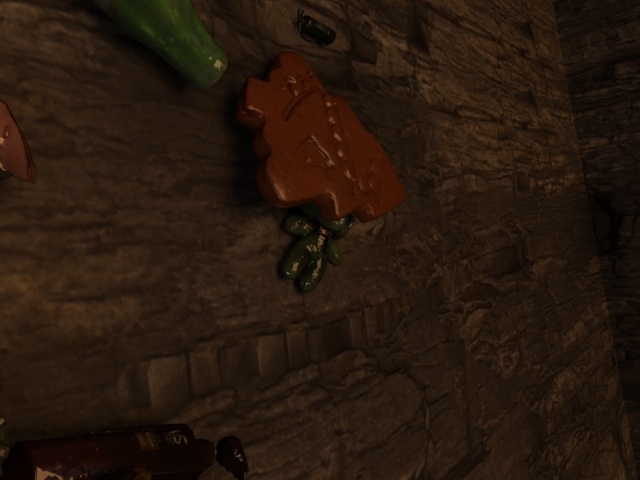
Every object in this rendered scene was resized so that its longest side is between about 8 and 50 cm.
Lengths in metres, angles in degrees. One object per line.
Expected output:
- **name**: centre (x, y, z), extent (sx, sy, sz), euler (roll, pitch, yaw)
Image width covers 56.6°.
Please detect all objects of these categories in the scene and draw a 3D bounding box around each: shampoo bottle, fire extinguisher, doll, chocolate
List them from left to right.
- **chocolate**: centre (-0.206, -0.282, 0.621), extent (0.291, 0.110, 0.110), euler (48, 48, -38)
- **shampoo bottle**: centre (-0.170, 0.214, 0.569), extent (0.236, 0.067, 0.068), euler (13, 51, -48)
- **fire extinguisher**: centre (-0.011, -0.331, 0.935), extent (0.083, 0.025, 0.038), euler (11, 97, -50)
- **doll**: centre (0.000, 0.000, 0.841), extent (0.115, 0.077, 0.150), euler (36, 66, -29)

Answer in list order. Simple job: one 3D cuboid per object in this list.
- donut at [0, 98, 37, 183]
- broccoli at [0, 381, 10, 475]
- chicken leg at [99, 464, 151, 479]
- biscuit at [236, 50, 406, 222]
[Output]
- **donut**: centre (-0.316, -0.082, 0.456), extent (0.166, 0.065, 0.117), euler (-21, 100, -53)
- **broccoli**: centre (-0.306, 0.134, 0.300), extent (0.288, 0.235, 0.260), euler (74, 14, -81)
- **chicken leg**: centre (-0.229, 0.257, 0.431), extent (0.251, 0.107, 0.087), euler (-29, 125, -33)
- **biscuit**: centre (0.017, -0.129, 0.835), extent (0.306, 0.043, 0.284), euler (27, 46, -33)
